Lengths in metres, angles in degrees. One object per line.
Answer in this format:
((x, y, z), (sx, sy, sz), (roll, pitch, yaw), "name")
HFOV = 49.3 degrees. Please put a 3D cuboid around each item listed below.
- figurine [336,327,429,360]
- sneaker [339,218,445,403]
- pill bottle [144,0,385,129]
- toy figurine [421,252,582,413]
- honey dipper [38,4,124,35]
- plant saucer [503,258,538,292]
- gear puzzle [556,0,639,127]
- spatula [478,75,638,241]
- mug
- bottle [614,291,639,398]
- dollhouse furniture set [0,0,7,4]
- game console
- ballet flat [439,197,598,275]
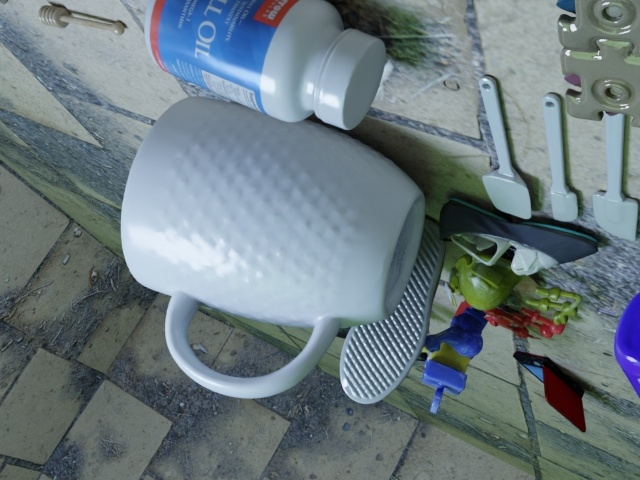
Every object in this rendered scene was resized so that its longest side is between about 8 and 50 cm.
((0.122, 0.152, 1.379), (0.210, 0.092, 0.215), (25, -162, 4), "figurine")
((0.119, 0.121, 1.047), (0.102, 0.282, 0.161), (24, 164, 13), "sneaker")
((-0.052, -0.193, 0.695), (0.222, 0.124, 0.124), (24, 163, 17), "pill bottle")
((0.239, 0.174, 1.064), (0.191, 0.217, 0.362), (28, 169, 12), "toy figurine")
((-0.342, -0.316, 1.007), (0.161, 0.030, 0.030), (17, 160, 26), "honey dipper")
((0.283, 0.049, 1.024), (0.083, 0.015, 0.083), (28, 163, 9), "plant saucer")
((0.318, -0.120, 0.429), (0.339, 0.044, 0.175), (16, 157, 32), "gear puzzle")
((0.240, -0.076, 0.720), (0.168, 0.019, 0.242), (21, 162, 32), "spatula")
((-0.060, 0.019, 0.899), (0.328, 0.374, 0.276), (15, 158, 18), "mug")
((0.462, 0.173, 0.899), (0.092, 0.118, 0.283), (13, 156, 44), "bottle")
((-0.504, -0.364, 0.898), (0.182, 0.161, 0.101), (35, 163, -18), "dollhouse furniture set")
((0.440, 0.291, 1.346), (0.144, 0.085, 0.124), (40, 161, -28), "game console")
((0.237, 0.005, 0.871), (0.203, 0.074, 0.074), (19, 161, 32), "ballet flat")
